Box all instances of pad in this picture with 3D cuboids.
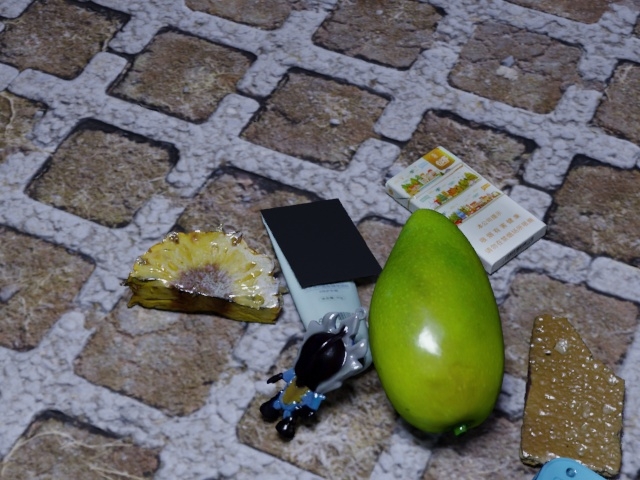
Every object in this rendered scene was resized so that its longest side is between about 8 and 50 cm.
[{"bbox_3d":[0.000,0.000,1.829,0.127,0.004,0.190,-8,39,-19],"label":"pad"}]

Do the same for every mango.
[{"bbox_3d":[0.150,0.094,1.666,0.156,0.192,0.343,-31,40,28],"label":"mango"}]

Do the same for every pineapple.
[{"bbox_3d":[-0.157,0.040,1.787,0.233,0.079,0.135,8,58,0],"label":"pineapple"}]

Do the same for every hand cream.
[{"bbox_3d":[0.003,0.060,1.780,0.109,0.067,0.321,-6,45,-14],"label":"hand cream"}]

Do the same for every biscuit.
[{"bbox_3d":[0.336,0.203,1.670,0.131,0.026,0.237,9,49,6],"label":"biscuit"}]

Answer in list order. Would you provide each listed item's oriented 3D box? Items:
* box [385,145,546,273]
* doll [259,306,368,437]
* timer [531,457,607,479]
[{"bbox_3d":[0.216,-0.049,1.884,0.122,0.032,0.220,-34,57,-25],"label":"box"},{"bbox_3d":[-0.002,0.163,1.627,0.096,0.070,0.195,43,101,28],"label":"doll"},{"bbox_3d":[0.323,0.408,1.479,0.250,0.091,0.232,30,54,10],"label":"timer"}]
